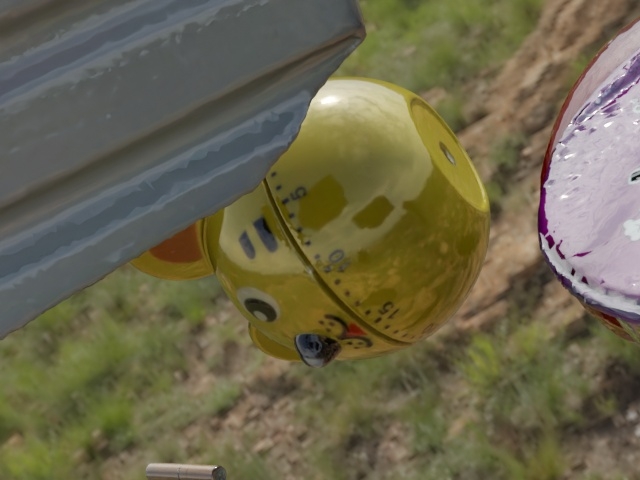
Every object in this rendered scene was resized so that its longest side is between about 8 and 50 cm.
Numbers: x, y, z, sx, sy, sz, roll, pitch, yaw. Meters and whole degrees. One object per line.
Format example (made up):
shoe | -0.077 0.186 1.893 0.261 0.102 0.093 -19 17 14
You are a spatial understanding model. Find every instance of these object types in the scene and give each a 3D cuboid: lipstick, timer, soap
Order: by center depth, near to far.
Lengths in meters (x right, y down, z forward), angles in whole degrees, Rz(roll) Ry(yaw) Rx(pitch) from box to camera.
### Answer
soap | -0.209 -0.154 0.922 0.435 0.350 0.213 -30 19 -13
lipstick | -0.123 0.212 1.252 0.094 0.019 0.019 -7 36 44
timer | 0.000 0.000 1.641 0.387 0.376 0.376 -33 24 22

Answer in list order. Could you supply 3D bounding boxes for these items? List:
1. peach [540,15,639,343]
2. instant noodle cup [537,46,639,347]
peach | 0.250 -0.042 0.917 0.243 0.199 0.243 -56 -11 -17
instant noodle cup | 0.235 0.012 0.521 0.251 0.190 0.251 -29 25 15
